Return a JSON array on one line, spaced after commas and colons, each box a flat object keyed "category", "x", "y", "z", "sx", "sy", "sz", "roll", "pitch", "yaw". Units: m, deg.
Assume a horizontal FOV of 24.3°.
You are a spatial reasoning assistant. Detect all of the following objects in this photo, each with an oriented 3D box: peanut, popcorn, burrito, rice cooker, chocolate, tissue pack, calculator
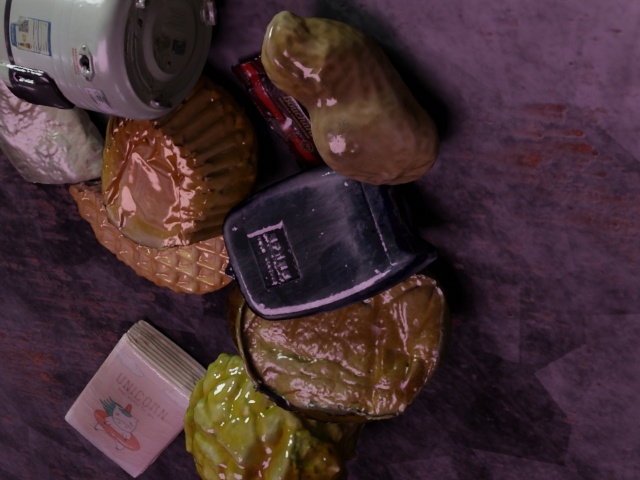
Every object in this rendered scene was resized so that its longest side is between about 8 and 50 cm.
[{"category": "peanut", "x": 0.032, "y": -0.161, "z": 1.691, "sx": 0.122, "sy": 0.137, "sz": 0.253, "roll": -25, "pitch": 108, "yaw": 47}, {"category": "popcorn", "x": -0.060, "y": 0.269, "z": 2.099, "sx": 0.247, "sy": 0.282, "sz": 0.282, "roll": 26, "pitch": 140, "yaw": 13}, {"category": "burrito", "x": -0.414, "y": -0.202, "z": 2.040, "sx": 0.143, "sy": 0.105, "sz": 0.299, "roll": -14, "pitch": 116, "yaw": 41}, {"category": "rice cooker", "x": -0.266, "y": -0.257, "z": 1.776, "sx": 0.244, "sy": 0.226, "sz": 0.226, "roll": 15, "pitch": 135, "yaw": 25}, {"category": "chocolate", "x": -0.038, "y": -0.153, "z": 1.842, "sx": 0.086, "sy": 0.028, "sz": 0.182, "roll": -15, "pitch": 116, "yaw": 43}, {"category": "tissue pack", "x": -0.296, "y": 0.264, "z": 2.421, "sx": 0.170, "sy": 0.071, "sz": 0.325, "roll": 42, "pitch": 142, "yaw": 0}, {"category": "calculator", "x": 0.000, "y": 0.000, "z": 1.830, "sx": 0.268, "sy": 0.040, "sz": 0.177, "roll": -21, "pitch": 90, "yaw": 20}]

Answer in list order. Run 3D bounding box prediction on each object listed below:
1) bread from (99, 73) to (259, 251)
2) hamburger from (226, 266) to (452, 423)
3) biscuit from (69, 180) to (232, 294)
[{"category": "bread", "x": -0.187, "y": -0.103, "z": 1.906, "sx": 0.240, "sy": 0.139, "sz": 0.239, "roll": 15, "pitch": 119, "yaw": 29}, {"category": "hamburger", "x": 0.022, "y": 0.104, "z": 1.919, "sx": 0.285, "sy": 0.265, "sz": 0.134, "roll": 34, "pitch": -175, "yaw": 6}, {"category": "biscuit", "x": -0.218, "y": -0.006, "z": 2.120, "sx": 0.309, "sy": 0.040, "sz": 0.204, "roll": 1, "pitch": 128, "yaw": 39}]
